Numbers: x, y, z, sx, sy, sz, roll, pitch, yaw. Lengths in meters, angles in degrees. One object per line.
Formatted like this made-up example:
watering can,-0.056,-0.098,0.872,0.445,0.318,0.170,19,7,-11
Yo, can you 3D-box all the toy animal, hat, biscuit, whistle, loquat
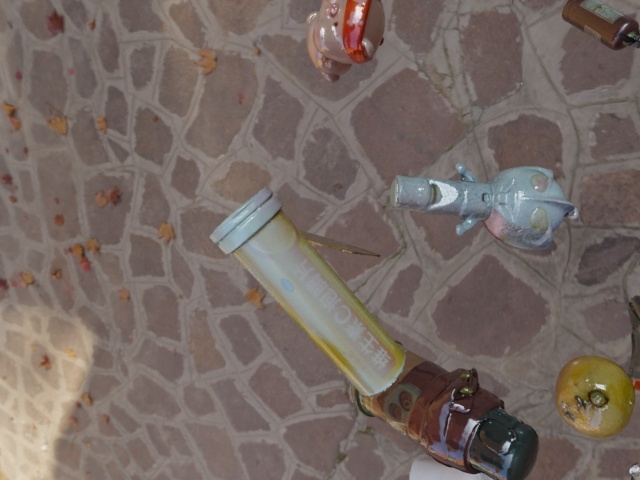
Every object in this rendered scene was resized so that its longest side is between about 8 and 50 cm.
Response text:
toy animal,0.051,-0.435,0.947,0.197,0.171,0.172,-1,111,63
hat,0.273,0.471,0.834,0.203,0.203,0.126,48,117,2
biscuit,0.000,0.000,1.047,0.236,0.232,0.013,16,93,27
whistle,0.295,-0.066,0.802,0.345,0.134,0.143,5,106,-6
loquat,0.590,0.336,0.983,0.149,0.204,0.172,17,88,33

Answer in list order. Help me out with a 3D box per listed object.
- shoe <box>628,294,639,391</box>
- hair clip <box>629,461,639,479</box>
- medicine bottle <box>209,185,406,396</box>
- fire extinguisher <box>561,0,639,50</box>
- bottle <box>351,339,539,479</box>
shoe,0.817,0.294,1.102,0.132,0.337,0.171,17,129,-2
hair clip,0.336,0.280,0.298,0.106,0.292,0.085,-38,126,1
medicine bottle,-0.007,0.052,0.441,0.074,0.074,0.218,-36,101,29
fire extinguisher,0.661,-0.499,1.055,0.071,0.099,0.231,-62,41,38
bottle,0.180,0.245,0.672,0.271,0.143,0.156,17,152,47
